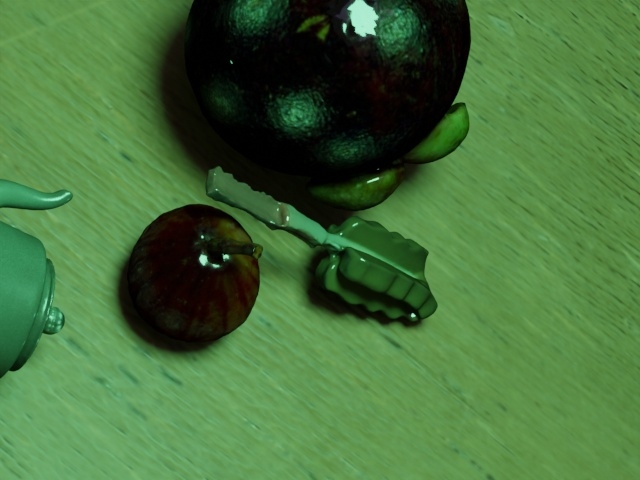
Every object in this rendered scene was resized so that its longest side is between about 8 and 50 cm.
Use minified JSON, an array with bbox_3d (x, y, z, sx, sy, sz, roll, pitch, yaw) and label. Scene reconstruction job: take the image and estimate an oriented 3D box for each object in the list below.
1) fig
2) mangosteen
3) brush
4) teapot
[{"bbox_3d":[-0.109,0.035,1.301,0.128,0.150,0.128,-4,107,-13],"label":"fig"},{"bbox_3d":[0.014,-0.171,1.365,0.288,0.288,0.288,9,66,-20],"label":"mangosteen"},{"bbox_3d":[0.000,0.000,1.344,0.301,0.071,0.084,25,51,-43],"label":"brush"},{"bbox_3d":[-0.287,0.058,1.209,0.149,0.162,0.239,20,87,-28],"label":"teapot"}]
